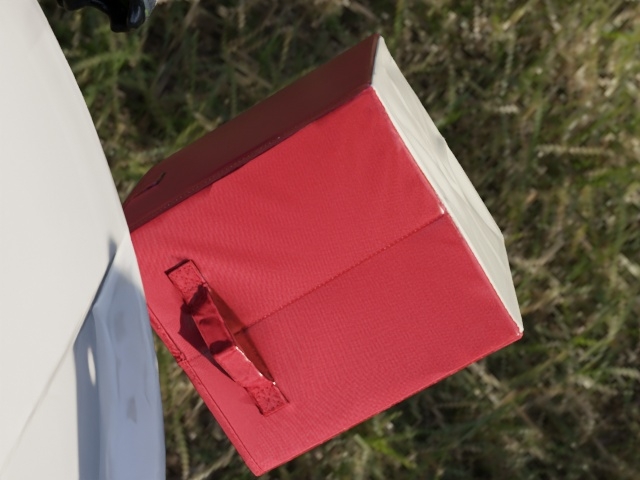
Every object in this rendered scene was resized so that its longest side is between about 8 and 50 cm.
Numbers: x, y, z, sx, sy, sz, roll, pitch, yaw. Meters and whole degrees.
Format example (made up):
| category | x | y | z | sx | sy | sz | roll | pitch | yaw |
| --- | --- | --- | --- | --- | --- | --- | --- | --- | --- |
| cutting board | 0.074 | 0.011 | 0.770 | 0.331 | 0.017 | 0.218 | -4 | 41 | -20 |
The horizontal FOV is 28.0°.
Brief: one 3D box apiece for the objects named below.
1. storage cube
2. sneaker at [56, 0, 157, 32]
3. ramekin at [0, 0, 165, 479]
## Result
| category | x | y | z | sx | sy | sz | roll | pitch | yaw |
| --- | --- | --- | --- | --- | --- | --- | --- | --- | --- |
| storage cube | 0.000 | 0.000 | 0.840 | 0.184 | 0.193 | 0.215 | 57 | 14 | -13 |
| sneaker | -0.187 | -0.216 | 0.976 | 0.170 | 0.063 | 0.075 | 33 | 64 | -38 |
| ramekin | -0.153 | 0.011 | 0.377 | 0.127 | 0.273 | 0.273 | -18 | 57 | 8 |
